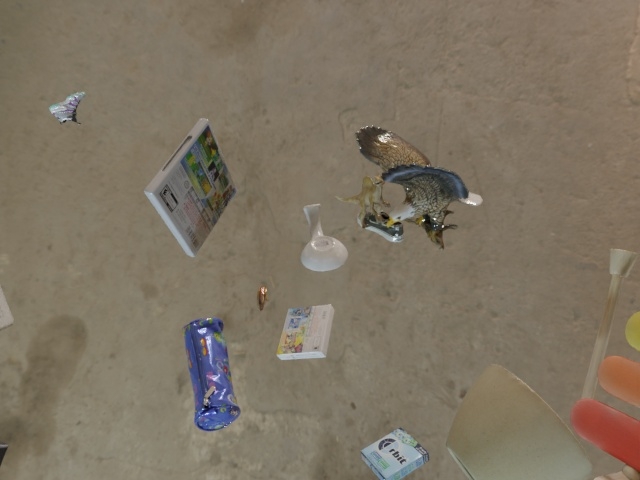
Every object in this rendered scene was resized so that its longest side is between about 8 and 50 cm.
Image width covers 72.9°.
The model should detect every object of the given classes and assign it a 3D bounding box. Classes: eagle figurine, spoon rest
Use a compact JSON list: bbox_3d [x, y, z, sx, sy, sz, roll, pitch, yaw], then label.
[{"bbox_3d":[0.220,-0.119,0.971,0.225,0.226,0.298,-60,137,-36],"label":"eagle figurine"},{"bbox_3d":[0.000,0.000,1.303,0.137,0.277,0.084,-10,130,-4],"label":"spoon rest"}]

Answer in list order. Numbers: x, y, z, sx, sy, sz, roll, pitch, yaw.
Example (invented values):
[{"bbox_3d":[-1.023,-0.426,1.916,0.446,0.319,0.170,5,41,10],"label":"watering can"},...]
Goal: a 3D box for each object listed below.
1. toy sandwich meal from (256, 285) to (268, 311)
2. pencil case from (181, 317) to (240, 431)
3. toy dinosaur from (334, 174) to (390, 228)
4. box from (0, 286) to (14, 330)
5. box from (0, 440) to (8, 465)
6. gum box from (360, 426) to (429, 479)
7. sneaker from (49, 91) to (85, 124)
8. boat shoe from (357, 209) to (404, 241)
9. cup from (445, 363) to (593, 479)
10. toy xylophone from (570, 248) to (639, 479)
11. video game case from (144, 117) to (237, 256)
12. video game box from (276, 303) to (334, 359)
[{"bbox_3d":[-0.180,0.181,1.358,0.029,0.085,0.086,0,87,1],"label":"toy sandwich meal"},{"bbox_3d":[-0.301,0.352,1.176,0.119,0.133,0.306,-20,51,-3],"label":"pencil case"},{"bbox_3d":[0.092,-0.074,0.820,0.053,0.183,0.093,-15,88,-21],"label":"toy dinosaur"},{"bbox_3d":[-0.462,0.065,0.344,0.214,0.345,0.169,-18,95,-11],"label":"box"},{"bbox_3d":[-0.453,0.297,0.446,0.153,0.108,0.207,6,73,29],"label":"box"},{"bbox_3d":[0.262,0.761,1.533,0.184,0.157,0.041,-20,108,-23],"label":"gum box"},{"bbox_3d":[-0.639,-0.336,1.124,0.098,0.038,0.069,-29,109,0],"label":"sneaker"},{"bbox_3d":[0.208,-0.069,1.496,0.077,0.219,0.070,-23,124,-29],"label":"boat shoe"},{"bbox_3d":[0.471,0.530,1.120,0.236,0.331,0.331,-36,90,-6],"label":"cup"},{"bbox_3d":[0.339,0.105,0.391,0.081,0.236,0.323,18,82,-22],"label":"toy xylophone"},{"bbox_3d":[-0.384,-0.155,1.347,0.036,0.329,0.300,16,60,18],"label":"video game case"},{"bbox_3d":[-0.053,0.340,1.611,0.186,0.048,0.205,-8,44,23],"label":"video game box"}]
